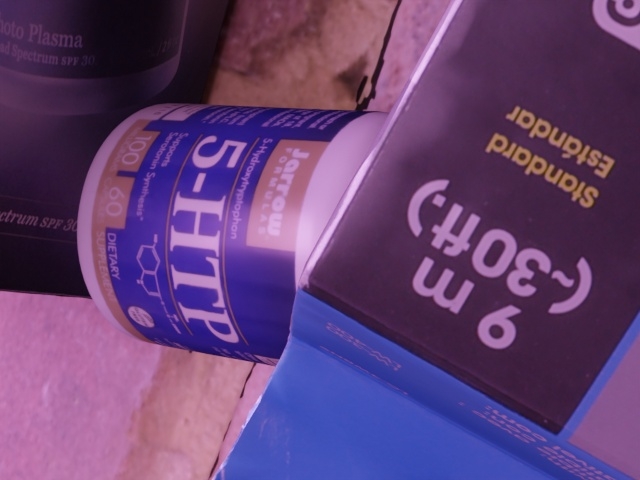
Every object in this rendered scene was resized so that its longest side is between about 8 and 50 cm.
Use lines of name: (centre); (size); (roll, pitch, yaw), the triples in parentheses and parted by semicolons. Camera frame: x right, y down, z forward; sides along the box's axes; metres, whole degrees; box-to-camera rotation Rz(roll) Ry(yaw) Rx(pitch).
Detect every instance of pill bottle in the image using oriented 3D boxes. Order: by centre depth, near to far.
pill bottle: (0.000, 0.000, 0.558); (0.186, 0.112, 0.112); (6, 88, 34)

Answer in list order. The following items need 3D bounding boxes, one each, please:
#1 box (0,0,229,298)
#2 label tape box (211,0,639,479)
box: (-0.193, -0.141, 0.591); (0.182, 0.296, 0.294); (19, 96, 35)
label tape box: (0.136, 0.014, 0.400); (0.249, 0.115, 0.348); (30, 103, 3)
